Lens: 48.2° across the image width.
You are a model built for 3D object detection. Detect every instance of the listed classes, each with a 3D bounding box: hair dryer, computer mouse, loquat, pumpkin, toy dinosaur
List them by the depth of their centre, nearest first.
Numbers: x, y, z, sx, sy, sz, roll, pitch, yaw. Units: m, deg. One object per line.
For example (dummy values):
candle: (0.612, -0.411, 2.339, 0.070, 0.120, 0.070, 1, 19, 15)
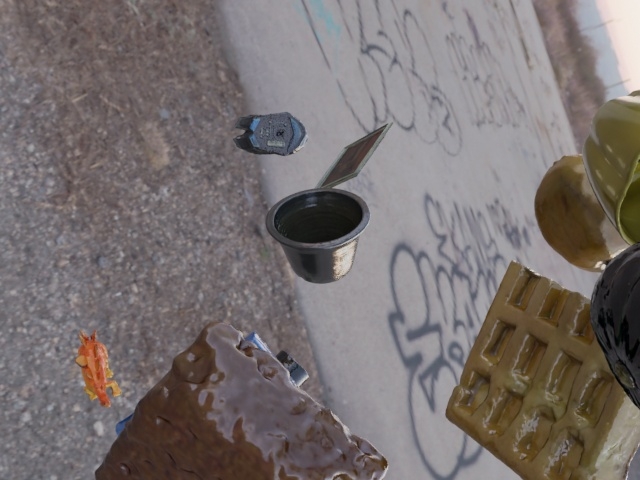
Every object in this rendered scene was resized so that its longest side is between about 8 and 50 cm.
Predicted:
pumpkin: (0.332, 0.091, 0.656, 0.194, 0.150, 0.194, 40, 16, -14)
loquat: (0.477, -0.044, 1.243, 0.234, 0.176, 0.187, 60, -11, 23)
computer mouse: (-0.089, -0.189, 1.286, 0.047, 0.135, 0.079, 73, 20, -88)
toy dinosaur: (-0.487, 0.249, 1.528, 0.288, 0.071, 0.117, -131, -151, -51)
hair dryer: (-0.173, 0.380, 1.929, 0.116, 0.244, 0.302, 35, -20, 31)

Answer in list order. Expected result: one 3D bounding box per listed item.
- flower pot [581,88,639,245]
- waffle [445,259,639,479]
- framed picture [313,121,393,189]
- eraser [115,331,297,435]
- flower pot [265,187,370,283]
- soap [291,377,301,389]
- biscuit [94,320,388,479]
flower pot: (0.411, -0.093, 0.849, 0.195, 0.195, 0.179, 59, 12, -27)
waffle: (0.344, 0.219, 1.077, 0.078, 0.304, 0.348, 22, 5, -26)
framed picture: (0.086, -0.234, 2.068, 0.016, 0.273, 0.216, 42, 64, -15)
eraser: (-0.207, 0.308, 1.303, 0.144, 0.312, 0.042, 55, 3, -19)
flower pot: (0.000, 0.000, 1.622, 0.235, 0.236, 0.148, -80, 167, -52)
soap: (-0.180, 0.365, 1.658, 0.150, 0.262, 0.094, 58, 39, -43)
biscuit: (-0.142, 0.354, 1.063, 0.343, 0.395, 0.166, 41, 35, 9)
